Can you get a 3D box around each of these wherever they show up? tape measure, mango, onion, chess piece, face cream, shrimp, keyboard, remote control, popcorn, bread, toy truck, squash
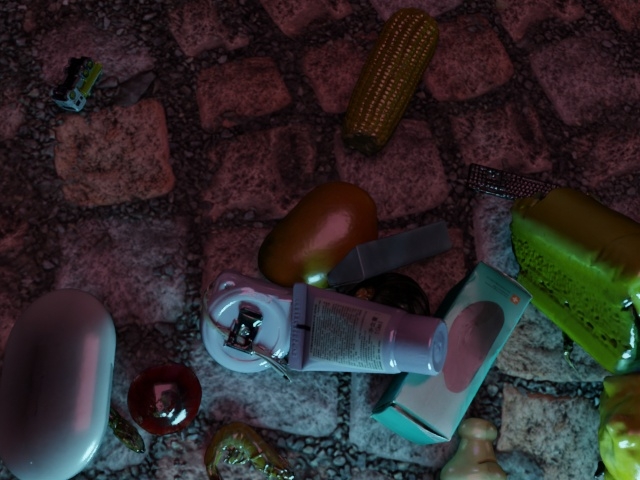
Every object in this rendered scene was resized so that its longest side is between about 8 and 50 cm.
[{"bbox_3d":[-0.123,0.154,1.201,0.196,0.105,0.178,13,100,-6],"label":"tape measure"},{"bbox_3d":[0.007,0.002,1.279,0.175,0.139,0.254,41,81,13],"label":"mango"},{"bbox_3d":[-0.273,0.277,1.162,0.131,0.131,0.131,2,71,-6],"label":"onion"},{"bbox_3d":[0.262,0.469,1.171,0.138,0.124,0.307,-4,64,26],"label":"chess piece"},{"bbox_3d":[0.067,0.159,1.097,0.273,0.096,0.154,5,94,28],"label":"face cream"},{"bbox_3d":[-0.129,0.410,1.180,0.178,0.034,0.124,40,75,9],"label":"shrimp"},{"bbox_3d":[0.416,-0.115,1.427,0.204,0.013,0.061,15,70,-1],"label":"keyboard"},{"bbox_3d":[-0.457,0.245,1.144,0.221,0.103,0.332,-7,69,20],"label":"remote control"},{"bbox_3d":[0.609,0.371,1.170,0.316,0.281,0.297,47,41,-5],"label":"popcorn"},{"bbox_3d":[0.515,0.063,1.203,0.208,0.376,0.251,-14,118,-8],"label":"bread"},{"bbox_3d":[-0.497,-0.324,1.367,0.052,0.063,0.123,13,70,21],"label":"toy truck"},{"bbox_3d":[0.108,0.148,1.216,0.193,0.193,0.156,-22,98,-13],"label":"squash"}]

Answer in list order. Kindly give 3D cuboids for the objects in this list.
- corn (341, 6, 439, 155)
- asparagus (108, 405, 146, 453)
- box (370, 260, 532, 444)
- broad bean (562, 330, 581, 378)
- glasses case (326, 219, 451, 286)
[{"bbox_3d":[0.148,-0.342,1.414,0.131,0.131,0.344,23,72,2],"label":"corn"},{"bbox_3d":[-0.368,0.318,1.184,0.165,0.030,0.036,43,54,9],"label":"asparagus"},{"bbox_3d":[0.232,0.210,1.198,0.118,0.205,0.311,34,70,8],"label":"box"},{"bbox_3d":[0.605,0.145,1.343,0.318,0.056,0.098,-35,85,-11],"label":"broad bean"},{"bbox_3d":[0.138,0.033,1.232,0.266,0.105,0.056,-15,65,-44],"label":"glasses case"}]
